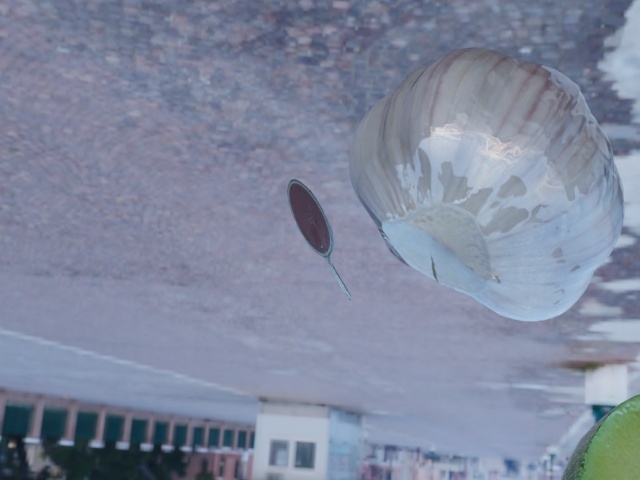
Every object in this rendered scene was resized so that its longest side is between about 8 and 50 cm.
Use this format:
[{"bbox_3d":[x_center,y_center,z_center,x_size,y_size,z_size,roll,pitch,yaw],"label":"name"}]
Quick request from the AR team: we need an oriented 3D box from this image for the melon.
[{"bbox_3d":[0.251,0.222,0.780,0.118,0.209,0.064,38,147,2],"label":"melon"}]

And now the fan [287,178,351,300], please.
[{"bbox_3d":[0.000,0.000,0.924,0.005,0.133,0.085,-26,-179,-20],"label":"fan"}]

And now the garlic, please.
[{"bbox_3d":[0.192,-0.069,1.056,0.317,0.259,0.317,27,156,13],"label":"garlic"}]
